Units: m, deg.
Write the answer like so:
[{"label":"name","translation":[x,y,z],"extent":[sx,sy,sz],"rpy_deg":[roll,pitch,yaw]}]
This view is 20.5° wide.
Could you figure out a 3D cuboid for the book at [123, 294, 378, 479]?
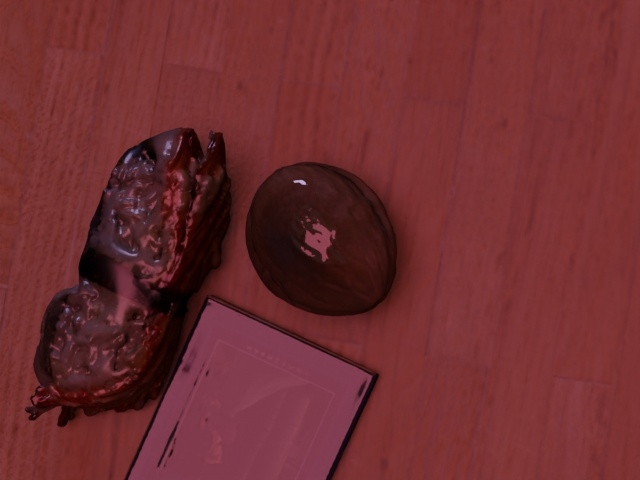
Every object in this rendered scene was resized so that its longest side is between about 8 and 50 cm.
[{"label":"book","translation":[-0.082,0.214,1.755],"extent":[0.191,0.025,0.269],"rpy_deg":[25,91,10]}]

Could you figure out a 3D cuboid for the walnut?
[{"label":"walnut","translation":[0.001,-0.001,1.694],"extent":[0.140,0.140,0.162],"rpy_deg":[-25,79,8]}]

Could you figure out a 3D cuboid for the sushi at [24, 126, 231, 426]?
[{"label":"sushi","translation":[-0.184,0.040,1.734],"extent":[0.130,0.124,0.332],"rpy_deg":[20,89,20]}]
